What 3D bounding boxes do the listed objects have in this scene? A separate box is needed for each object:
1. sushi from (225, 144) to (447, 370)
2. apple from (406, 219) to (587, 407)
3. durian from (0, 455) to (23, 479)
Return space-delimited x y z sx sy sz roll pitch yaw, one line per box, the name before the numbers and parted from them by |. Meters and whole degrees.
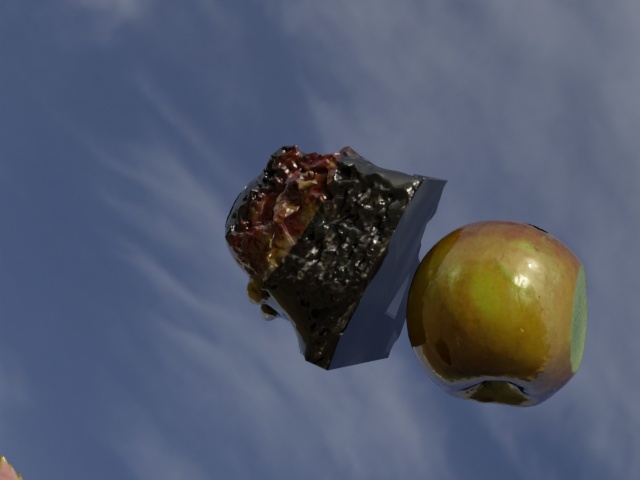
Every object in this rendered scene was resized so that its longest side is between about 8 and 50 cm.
sushi | 0.000 0.000 1.388 0.150 0.153 0.172 23 -81 21
apple | 0.147 0.068 1.330 0.146 0.147 0.163 1 -39 13
durian | -0.256 0.297 1.202 0.154 0.186 0.260 -22 -103 -8
